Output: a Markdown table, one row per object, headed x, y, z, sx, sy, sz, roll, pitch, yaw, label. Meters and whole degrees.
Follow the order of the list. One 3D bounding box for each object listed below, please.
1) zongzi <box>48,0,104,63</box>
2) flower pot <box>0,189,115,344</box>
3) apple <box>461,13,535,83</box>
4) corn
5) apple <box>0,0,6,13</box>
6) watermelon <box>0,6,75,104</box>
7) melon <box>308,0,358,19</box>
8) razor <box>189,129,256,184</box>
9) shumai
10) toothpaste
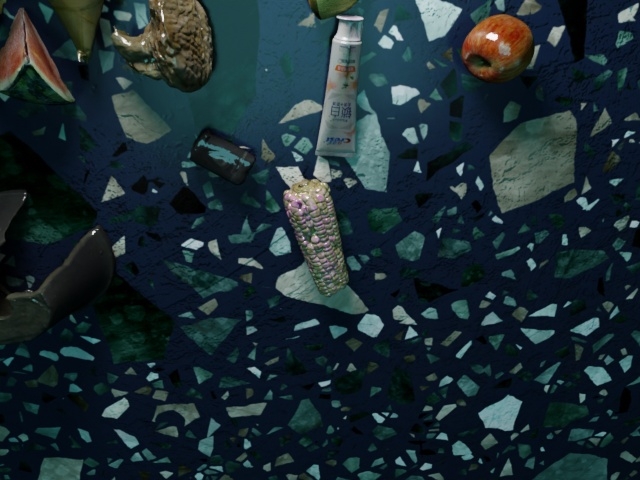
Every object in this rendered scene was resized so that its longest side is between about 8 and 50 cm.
| x | y | z | sx | sy | sz | roll | pitch | yaw | label |
| --- | --- | --- | --- | --- | --- | --- | --- | --- | --- |
| -0.582 | -0.595 | 0.931 | 0.448 | 0.181 | 0.417 | 19 | 115 | -12 | zongzi |
| -0.723 | 0.101 | 1.240 | 0.380 | 0.251 | 0.378 | -3 | 120 | -5 | flower pot |
| 0.394 | -0.422 | 1.133 | 0.131 | 0.146 | 0.146 | -44 | 115 | -9 | apple |
| -0.003 | 0.000 | 1.327 | 0.127 | 0.126 | 0.334 | -15 | 118 | 2 | corn |
| -0.776 | -0.438 | 0.946 | 0.314 | 0.252 | 0.309 | 16 | 145 | -42 | apple |
| -0.623 | -0.363 | 1.061 | 0.136 | 0.207 | 0.202 | -31 | 102 | -19 | watermelon |
| 0.035 | -0.545 | 1.067 | 0.128 | 0.079 | 0.160 | -7 | 118 | 0 | melon |
| -0.236 | -0.198 | 1.236 | 0.148 | 0.054 | 0.090 | 27 | 112 | -17 | razor |
| -0.329 | -0.414 | 1.078 | 0.176 | 0.166 | 0.205 | 5 | 108 | 22 | shumai |
| 0.049 | -0.343 | 1.188 | 0.100 | 0.066 | 0.322 | 2 | 123 | -6 | toothpaste |
